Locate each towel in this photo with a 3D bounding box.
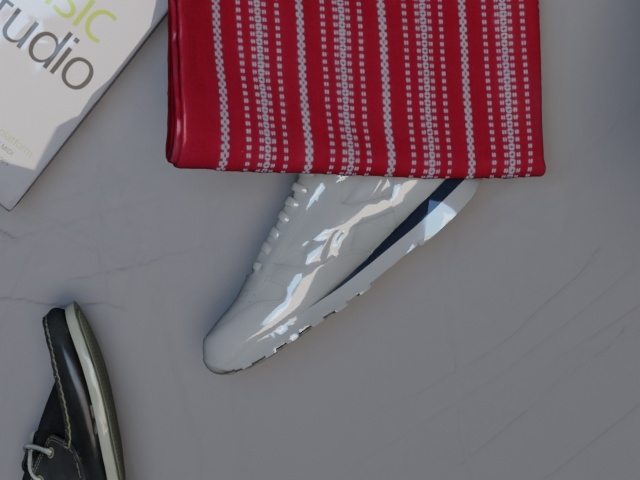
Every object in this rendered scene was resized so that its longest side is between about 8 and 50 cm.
[{"bbox_3d":[0.026,-0.141,1.227,0.275,0.031,0.198,1,86,-22],"label":"towel"}]

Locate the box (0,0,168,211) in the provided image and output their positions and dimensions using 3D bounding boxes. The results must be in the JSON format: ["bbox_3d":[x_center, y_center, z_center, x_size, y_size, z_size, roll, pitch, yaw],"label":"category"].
[{"bbox_3d":[-0.201,-0.214,1.240,0.232,0.058,0.322,37,94,-11],"label":"box"}]

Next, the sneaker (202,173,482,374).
[{"bbox_3d":[0.000,0.000,1.292,0.235,0.090,0.095,-41,94,-4],"label":"sneaker"}]

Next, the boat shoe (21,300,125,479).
[{"bbox_3d":[-0.175,0.159,1.301,0.079,0.084,0.233,-7,104,-4],"label":"boat shoe"}]
